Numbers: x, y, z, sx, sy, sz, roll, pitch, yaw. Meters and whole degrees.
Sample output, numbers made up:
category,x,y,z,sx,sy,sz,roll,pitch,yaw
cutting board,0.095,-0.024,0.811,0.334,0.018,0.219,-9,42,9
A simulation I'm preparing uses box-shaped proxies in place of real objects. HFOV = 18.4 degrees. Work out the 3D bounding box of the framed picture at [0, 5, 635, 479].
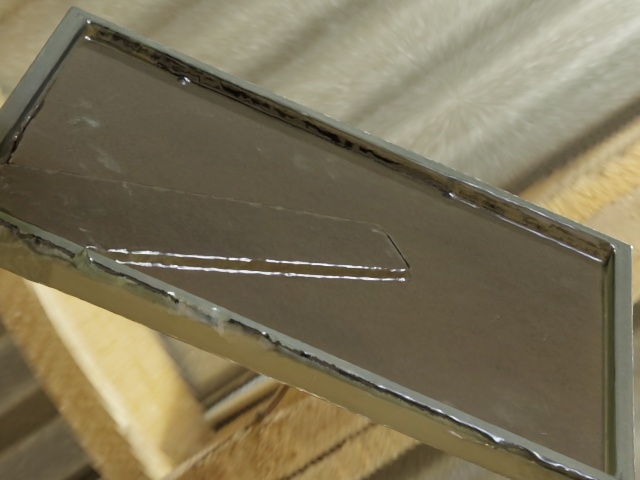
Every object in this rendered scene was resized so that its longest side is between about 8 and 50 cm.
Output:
category,x,y,z,sx,sy,sz,roll,pitch,yaw
framed picture,0.000,0.000,0.899,0.315,0.232,0.024,24,-62,-4
